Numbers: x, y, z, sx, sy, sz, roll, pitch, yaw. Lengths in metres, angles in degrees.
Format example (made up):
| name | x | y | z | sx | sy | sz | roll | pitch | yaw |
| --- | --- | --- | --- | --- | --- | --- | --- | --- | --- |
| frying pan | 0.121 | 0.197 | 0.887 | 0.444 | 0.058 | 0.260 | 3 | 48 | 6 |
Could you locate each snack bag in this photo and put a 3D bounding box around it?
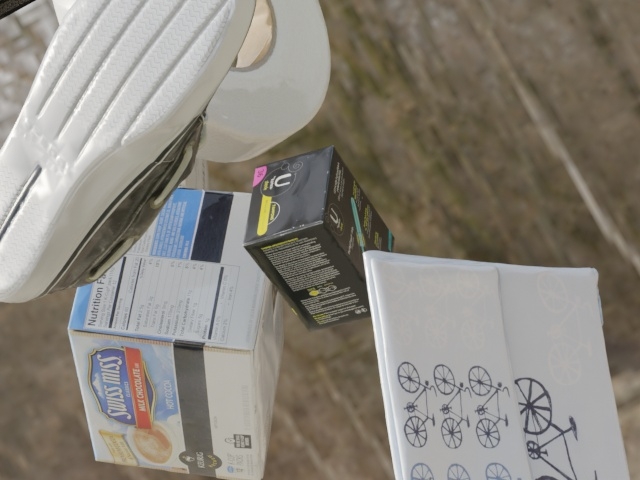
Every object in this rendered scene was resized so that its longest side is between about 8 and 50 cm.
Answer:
| name | x | y | z | sx | sy | sz | roll | pitch | yaw |
| --- | --- | --- | --- | --- | --- | --- | --- | --- | --- |
| snack bag | 0.201 | 0.172 | 2.023 | 0.343 | 0.323 | 0.037 | 5 | -22 | -37 |

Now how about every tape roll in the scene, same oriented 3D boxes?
| name | x | y | z | sx | sy | sz | roll | pitch | yaw |
| --- | --- | --- | --- | --- | --- | --- | --- | --- | --- |
| tape roll | -0.152 | -0.278 | 2.305 | 0.072 | 0.392 | 0.392 | -31 | -5 | 39 |

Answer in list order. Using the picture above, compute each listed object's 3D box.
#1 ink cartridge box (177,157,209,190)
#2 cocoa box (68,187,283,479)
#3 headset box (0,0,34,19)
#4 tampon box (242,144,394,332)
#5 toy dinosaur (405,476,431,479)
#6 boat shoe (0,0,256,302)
| name | x | y | z | sx | sy | sz | roll | pitch | yaw |
| --- | --- | --- | --- | --- | --- | --- | --- | --- | --- |
| ink cartridge box | -0.219 | -0.137 | 2.537 | 0.117 | 0.207 | 0.283 | -3 | -10 | 3 |
| cocoa box | -0.174 | 0.118 | 2.437 | 0.228 | 0.231 | 0.347 | 6 | -33 | 4 |
| headset box | -0.356 | -0.396 | 2.023 | 0.218 | 0.293 | 0.110 | -29 | -12 | -6 |
| tampon box | 0.000 | 0.000 | 2.126 | 0.101 | 0.161 | 0.120 | -16 | 42 | 23 |
| toy dinosaur | 0.106 | 0.224 | 1.654 | 0.090 | 0.047 | 0.082 | -9 | -16 | 36 |
| boat shoe | -0.142 | -0.089 | 1.412 | 0.335 | 0.121 | 0.119 | -48 | -22 | 28 |
